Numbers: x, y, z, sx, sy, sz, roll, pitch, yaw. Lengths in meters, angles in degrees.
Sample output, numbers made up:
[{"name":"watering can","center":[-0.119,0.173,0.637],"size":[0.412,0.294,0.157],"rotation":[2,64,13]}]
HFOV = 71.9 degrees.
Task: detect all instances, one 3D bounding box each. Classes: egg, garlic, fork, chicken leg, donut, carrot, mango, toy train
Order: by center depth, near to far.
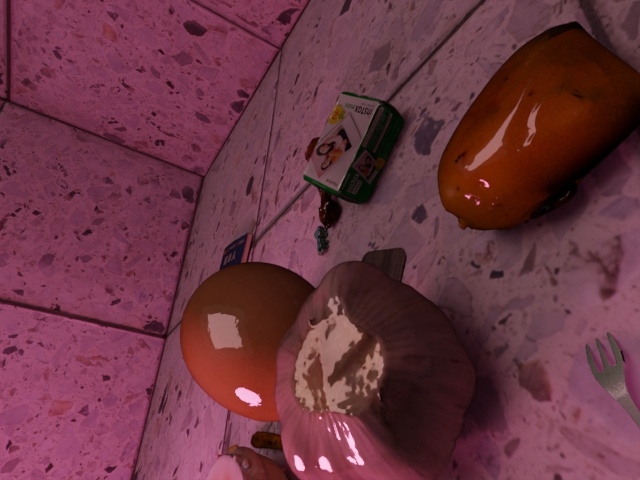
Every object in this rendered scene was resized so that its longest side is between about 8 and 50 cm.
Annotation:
[{"name":"fork","center":[0.318,0.193,0.421],"size":[0.039,0.021,0.235],"rotation":[-54,29,38]},{"name":"mango","center":[0.275,-0.137,0.602],"size":[0.287,0.152,0.201],"rotation":[-56,17,22]},{"name":"garlic","center":[0.077,0.196,0.653],"size":[0.317,0.259,0.318],"rotation":[-11,58,19]},{"name":"egg","center":[-0.118,0.200,0.909],"size":[0.373,0.301,0.301],"rotation":[21,91,37]},{"name":"donut","center":[-0.165,0.643,0.932],"size":[0.382,0.142,0.383],"rotation":[-44,36,45]},{"name":"carrot","center":[-0.128,0.496,1.090],"size":[0.170,0.042,0.042],"rotation":[-28,48,53]},{"name":"toy train","center":[0.000,0.000,1.208],"size":[0.045,0.029,0.092],"rotation":[124,152,-43]},{"name":"chicken leg","center":[0.011,-0.165,1.254],"size":[0.113,0.093,0.305],"rotation":[115,153,-55]}]

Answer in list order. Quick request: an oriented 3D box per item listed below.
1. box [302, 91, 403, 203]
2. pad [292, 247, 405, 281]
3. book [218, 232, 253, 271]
[{"name":"box","center":[0.077,-0.228,1.081],"size":[0.180,0.102,0.250],"rotation":[33,102,47]},{"name":"pad","center":[0.047,0.135,0.977],"size":[0.323,0.055,0.250],"rotation":[1,73,46]},{"name":"book","center":[-0.391,0.200,1.845],"size":[0.300,0.039,0.429],"rotation":[-27,49,56]}]
